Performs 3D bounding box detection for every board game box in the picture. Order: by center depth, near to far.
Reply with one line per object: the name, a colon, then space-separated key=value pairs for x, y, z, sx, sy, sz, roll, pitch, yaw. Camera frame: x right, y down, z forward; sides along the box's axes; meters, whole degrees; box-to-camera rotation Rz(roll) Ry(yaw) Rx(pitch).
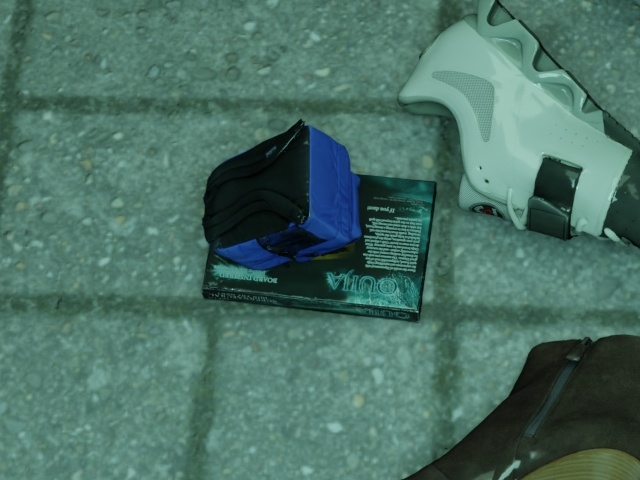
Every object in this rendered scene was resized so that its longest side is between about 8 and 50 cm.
board game box: x=0.000 y=0.000 z=1.346 sx=0.186 sy=0.026 sz=0.126 roll=6 pitch=65 yaw=7

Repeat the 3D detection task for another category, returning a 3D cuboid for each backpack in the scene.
backpack: x=-0.032 y=-0.023 z=1.292 sx=0.120 sy=0.101 sz=0.098 roll=-18 pitch=54 yaw=32

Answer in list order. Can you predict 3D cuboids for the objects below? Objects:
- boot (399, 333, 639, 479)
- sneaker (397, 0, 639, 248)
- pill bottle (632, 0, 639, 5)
boot: x=0.143 y=0.166 z=1.228 sx=0.248 sy=0.090 sz=0.207 roll=-7 pitch=36 yaw=29
sneaker: x=0.197 y=-0.048 z=1.318 sx=0.146 sy=0.122 sz=0.330 roll=-43 pitch=68 yaw=4
pill bottle: x=0.313 y=-0.377 z=1.404 sx=0.181 sy=0.181 sz=0.323 roll=-13 pitch=70 yaw=-2
